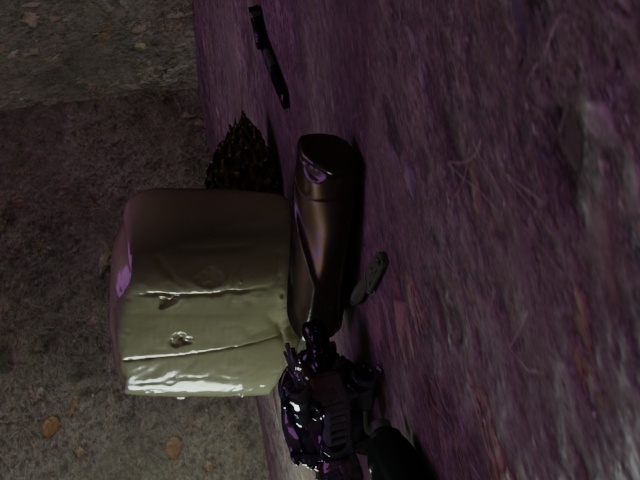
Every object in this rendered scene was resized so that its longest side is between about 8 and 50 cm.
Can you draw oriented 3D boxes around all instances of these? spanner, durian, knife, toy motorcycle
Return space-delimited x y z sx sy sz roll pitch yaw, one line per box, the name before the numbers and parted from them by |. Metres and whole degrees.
spanner | -0.098 -0.341 1.625 0.316 0.024 0.087 -110 14 -44
durian | -0.161 -0.069 1.845 0.198 0.163 0.394 -112 10 -62
knife | 0.058 0.055 1.076 0.207 0.014 0.030 110 152 -69
toy motorcycle | 0.007 0.220 1.168 0.401 0.134 0.207 93 165 -54

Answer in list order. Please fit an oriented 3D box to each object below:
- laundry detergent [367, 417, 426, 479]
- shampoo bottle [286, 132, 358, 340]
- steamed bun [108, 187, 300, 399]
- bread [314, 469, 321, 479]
laundry detergent | 0.092 0.296 0.948 0.211 0.063 0.137 -108 7 -46
shampoo bottle | 0.000 0.000 1.167 0.350 0.084 0.126 95 165 -52
steamed bun | -0.217 0.088 1.651 0.290 0.371 0.456 -106 22 -48
bread | 0.026 0.397 1.412 0.172 0.064 0.232 108 151 -73
